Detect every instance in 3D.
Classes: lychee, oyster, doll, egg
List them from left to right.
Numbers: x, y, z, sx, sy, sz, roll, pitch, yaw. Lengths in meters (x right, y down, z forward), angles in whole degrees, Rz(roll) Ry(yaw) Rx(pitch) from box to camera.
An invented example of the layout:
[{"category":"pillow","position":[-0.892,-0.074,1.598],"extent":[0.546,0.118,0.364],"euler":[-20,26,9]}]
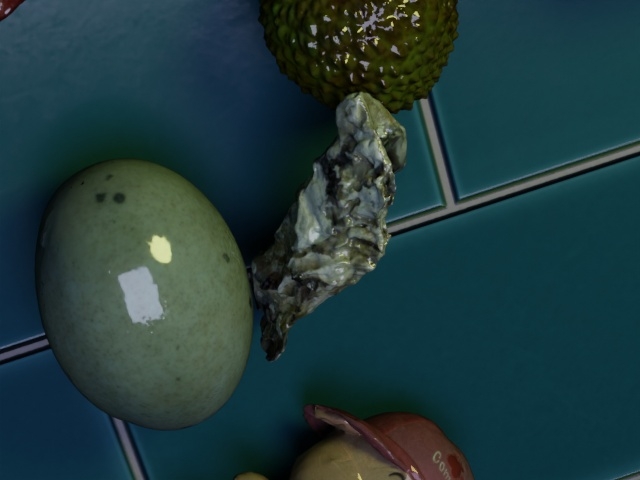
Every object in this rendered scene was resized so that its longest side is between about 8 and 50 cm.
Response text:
[{"category":"egg","position":[-0.140,0.046,1.441],"extent":[0.169,0.169,0.237],"euler":[-15,115,-4]},{"category":"oyster","position":[0.003,0.002,1.429],"extent":[0.087,0.252,0.199],"euler":[29,82,-1]},{"category":"doll","position":[0.013,0.248,1.578],"extent":[0.256,0.152,0.196],"euler":[-34,129,0]},{"category":"lychee","position":[0.033,-0.168,1.388],"extent":[0.171,0.171,0.171],"euler":[-4,115,-9]}]

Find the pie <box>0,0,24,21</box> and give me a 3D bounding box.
[{"category":"pie","position":[-0.281,-0.226,1.361],"extent":[0.154,0.036,0.154],"euler":[-4,113,-10]}]
